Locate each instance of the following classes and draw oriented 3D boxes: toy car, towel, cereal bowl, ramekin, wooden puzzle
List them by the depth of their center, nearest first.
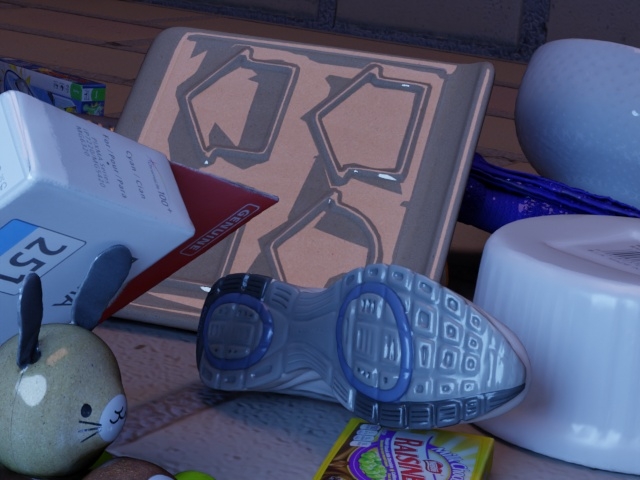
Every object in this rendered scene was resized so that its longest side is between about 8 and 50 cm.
[{"bbox_3d":[-0.132,0.100,0.886,0.149,0.188,0.155,11,15,23],"label":"toy car"},{"bbox_3d":[0.244,0.071,1.252,0.277,0.135,0.277,4,14,-1],"label":"ramekin"},{"bbox_3d":[-0.038,-0.040,1.445,0.348,0.080,0.322,7,56,17],"label":"wooden puzzle"},{"bbox_3d":[0.185,-0.045,1.627,0.308,0.076,0.227,20,6,-8],"label":"towel"},{"bbox_3d":[0.357,-0.076,1.753,0.339,0.141,0.339,26,-8,4],"label":"cereal bowl"}]

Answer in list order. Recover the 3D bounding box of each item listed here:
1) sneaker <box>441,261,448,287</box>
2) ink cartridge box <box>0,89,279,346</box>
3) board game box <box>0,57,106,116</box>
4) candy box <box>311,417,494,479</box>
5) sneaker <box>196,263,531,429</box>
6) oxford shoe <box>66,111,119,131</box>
[{"bbox_3d":[0.000,0.000,1.547,0.121,0.099,0.262,-13,19,-33],"label":"sneaker"},{"bbox_3d":[-0.196,0.045,0.990,0.296,0.066,0.261,-34,-28,23],"label":"ink cartridge box"},{"bbox_3d":[-0.320,-0.129,1.857,0.035,0.136,0.201,-7,17,-42],"label":"board game box"},{"bbox_3d":[0.048,0.163,1.036,0.105,0.027,0.206,9,14,10],"label":"candy box"},{"bbox_3d":[0.042,0.076,1.164,0.129,0.111,0.297,15,-5,-42],"label":"sneaker"},{"bbox_3d":[-0.209,-0.062,1.560,0.363,0.130,0.133,-10,-17,-21],"label":"oxford shoe"}]
